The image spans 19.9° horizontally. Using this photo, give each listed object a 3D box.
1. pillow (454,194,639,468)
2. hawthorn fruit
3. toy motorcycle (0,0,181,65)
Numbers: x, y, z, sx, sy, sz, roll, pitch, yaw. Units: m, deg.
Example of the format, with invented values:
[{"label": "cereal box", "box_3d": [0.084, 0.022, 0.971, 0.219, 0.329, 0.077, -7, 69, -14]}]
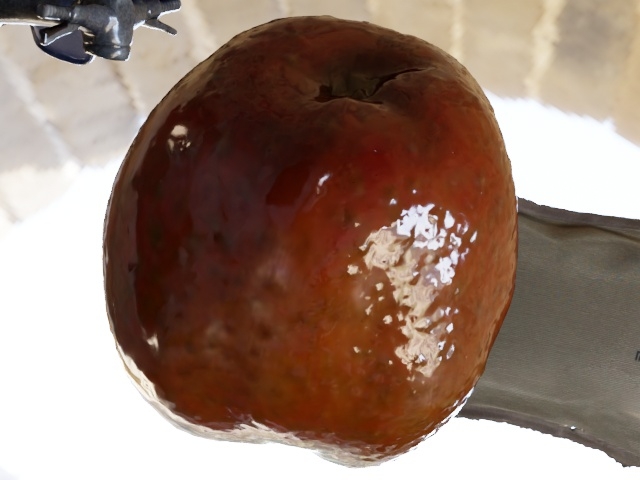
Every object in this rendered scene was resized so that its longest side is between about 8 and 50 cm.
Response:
[{"label": "pillow", "box_3d": [0.109, 0.038, 0.904, 0.232, 0.131, 0.038, 14, -6, -11]}, {"label": "hawthorn fruit", "box_3d": [0.000, 0.000, 0.743, 0.189, 0.189, 0.189, 33, -14, 9]}, {"label": "toy motorcycle", "box_3d": [-0.150, -0.228, 1.377, 0.212, 0.358, 0.125, 27, -37, 42]}]
